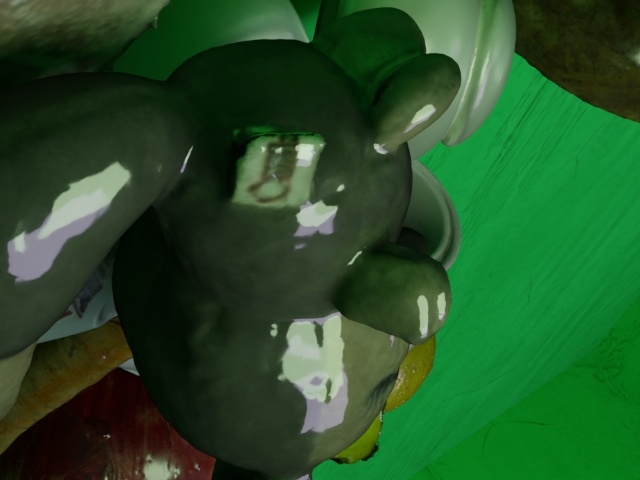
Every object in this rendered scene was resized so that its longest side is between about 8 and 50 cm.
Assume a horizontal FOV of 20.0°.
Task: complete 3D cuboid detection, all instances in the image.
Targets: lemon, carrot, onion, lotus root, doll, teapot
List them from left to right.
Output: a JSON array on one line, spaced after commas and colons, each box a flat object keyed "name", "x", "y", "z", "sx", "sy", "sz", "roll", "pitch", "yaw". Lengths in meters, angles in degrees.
[{"name": "carrot", "x": -0.228, "y": 0.118, "z": 1.484, "sx": 0.298, "sy": 0.078, "sz": 0.078, "roll": -42, "pitch": 165, "yaw": 13}, {"name": "onion", "x": -0.194, "y": 0.216, "z": 1.742, "sx": 0.276, "sy": 0.276, "sz": 0.276, "roll": -37, "pitch": 164, "yaw": -12}, {"name": "doll", "x": -0.103, "y": 0.019, "z": 1.169, "sx": 0.379, "sy": 0.252, "sz": 0.382, "roll": 3, "pitch": 132, "yaw": -14}, {"name": "lemon", "x": 0.056, "y": 0.125, "z": 2.228, "sx": 0.206, "sy": 0.173, "sz": 0.173, "roll": -44, "pitch": 170, "yaw": -42}, {"name": "teapot", "x": 0.088, "y": -0.201, "z": 1.401, "sx": 0.220, "sy": 0.149, "sz": 0.318, "roll": -90, "pitch": -164, "yaw": -49}, {"name": "lotus root", "x": 0.313, "y": -0.224, "z": 1.705, "sx": 0.267, "sy": 0.260, "sz": 0.149, "roll": -28, "pitch": 159, "yaw": -39}]

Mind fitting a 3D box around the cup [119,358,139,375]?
[{"name": "cup", "x": -0.143, "y": 0.059, "z": 1.632, "sx": 0.136, "sy": 0.099, "sz": 0.133, "roll": 105, "pitch": 7, "yaw": -77}]

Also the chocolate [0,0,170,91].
[{"name": "chocolate", "x": -0.215, "y": -0.138, "z": 0.983, "sx": 0.185, "sy": 0.100, "sz": 0.303, "roll": -32, "pitch": 167, "yaw": 24}]

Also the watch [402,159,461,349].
[{"name": "watch", "x": 0.000, "y": 0.000, "z": 1.767, "sx": 0.211, "sy": 0.248, "sz": 0.217, "roll": -58, "pitch": -177, "yaw": 44}]

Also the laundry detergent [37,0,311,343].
[{"name": "laundry detergent", "x": -0.180, "y": -0.018, "z": 1.316, "sx": 0.398, "sy": 0.124, "sz": 0.264, "roll": -34, "pitch": 147, "yaw": -11}]

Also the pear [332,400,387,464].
[{"name": "pear", "x": -0.078, "y": 0.193, "z": 1.984, "sx": 0.255, "sy": 0.164, "sz": 0.238, "roll": -13, "pitch": 175, "yaw": -27}]
